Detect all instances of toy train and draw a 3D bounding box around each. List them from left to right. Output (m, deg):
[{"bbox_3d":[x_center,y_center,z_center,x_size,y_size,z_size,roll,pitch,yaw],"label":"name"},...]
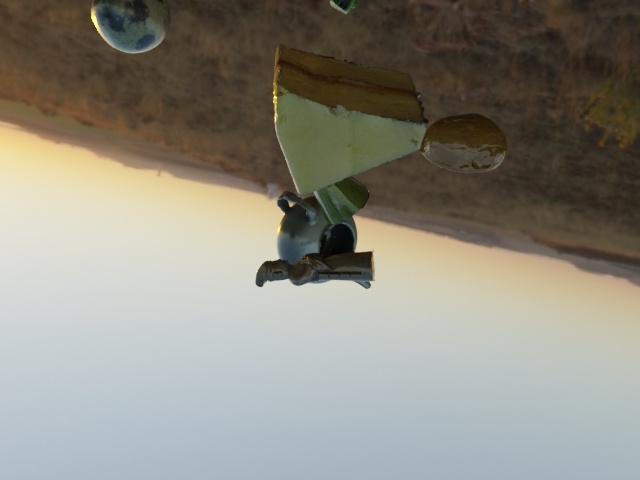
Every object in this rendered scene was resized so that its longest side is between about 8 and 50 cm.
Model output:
[{"bbox_3d":[0.046,-0.434,1.268,0.042,0.044,0.209,28,-164,-7],"label":"toy train"}]

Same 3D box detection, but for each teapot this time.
[{"bbox_3d":[0.000,0.000,1.532,0.129,0.193,0.294,15,151,46],"label":"teapot"}]

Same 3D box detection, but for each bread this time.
[{"bbox_3d":[0.046,-0.243,1.171,0.236,0.198,0.263,-15,-148,8],"label":"bread"}]

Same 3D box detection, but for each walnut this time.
[{"bbox_3d":[0.192,-0.135,0.918,0.121,0.052,0.091,-8,-130,-14],"label":"walnut"}]

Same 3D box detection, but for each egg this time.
[{"bbox_3d":[-0.362,-0.429,1.341,0.141,0.141,0.182,13,-170,7],"label":"egg"}]

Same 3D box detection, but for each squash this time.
[{"bbox_3d":[0.018,-0.110,1.360,0.132,0.105,0.105,49,162,-30],"label":"squash"}]

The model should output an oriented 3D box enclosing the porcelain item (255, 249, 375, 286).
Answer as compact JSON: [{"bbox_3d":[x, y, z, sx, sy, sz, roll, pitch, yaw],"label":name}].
[{"bbox_3d":[-0.011,0.051,1.254,0.213,0.054,0.084,-4,-170,9],"label":"porcelain item"}]
